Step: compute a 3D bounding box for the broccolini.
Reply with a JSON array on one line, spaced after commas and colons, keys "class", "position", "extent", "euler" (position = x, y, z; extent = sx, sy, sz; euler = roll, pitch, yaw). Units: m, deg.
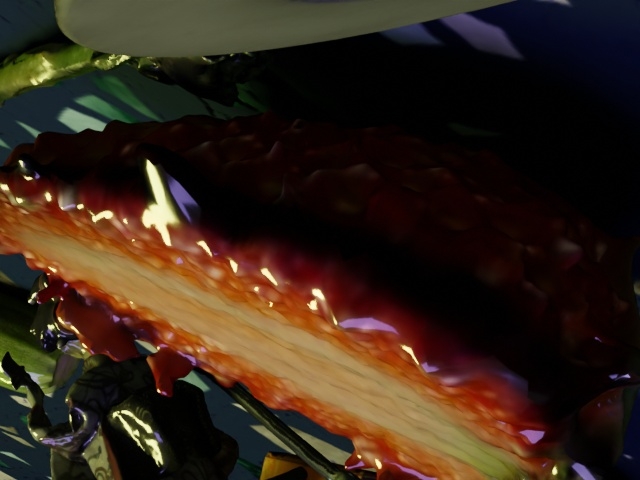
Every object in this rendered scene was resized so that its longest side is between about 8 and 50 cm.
[{"class": "broccolini", "position": [-0.095, -0.085, 0.837], "extent": [0.057, 0.071, 0.254], "euler": [-14, -173, -28]}]

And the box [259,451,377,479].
[{"class": "box", "position": [0.093, 0.189, 1.216], "extent": [0.237, 0.070, 0.152], "euler": [4, 170, 38]}]

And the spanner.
[{"class": "spanner", "position": [-0.029, 0.105, 1.128], "extent": [0.254, 0.015, 0.054], "euler": [35, 172, 47]}]

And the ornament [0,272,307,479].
[{"class": "ornament", "position": [-0.137, 0.115, 1.190], "extent": [0.166, 0.196, 0.153], "euler": [-14, 160, -45]}]

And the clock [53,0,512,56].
[{"class": "clock", "position": [0.050, -0.089, 0.442], "extent": [0.235, 0.029, 0.235], "euler": [-15, 177, -1]}]

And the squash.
[{"class": "squash", "position": [-0.268, 0.051, 1.316], "extent": [0.229, 0.066, 0.066], "euler": [17, 159, 19]}]

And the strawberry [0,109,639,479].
[{"class": "strawberry", "position": [0.000, 0.000, 0.803], "extent": [0.306, 0.137, 0.233], "euler": [29, 159, 11]}]
